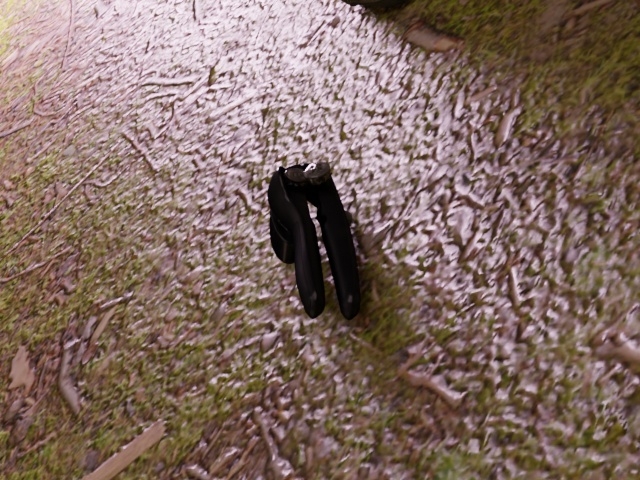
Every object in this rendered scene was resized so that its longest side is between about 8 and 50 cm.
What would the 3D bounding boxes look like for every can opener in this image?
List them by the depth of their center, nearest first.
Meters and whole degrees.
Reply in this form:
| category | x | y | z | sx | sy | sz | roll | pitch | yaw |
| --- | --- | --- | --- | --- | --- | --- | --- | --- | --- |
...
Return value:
| category | x | y | z | sx | sy | sz | roll | pitch | yaw |
| --- | --- | --- | --- | --- | --- | --- | --- | --- | --- |
| can opener | 0.000 | 0.000 | 1.024 | 0.059 | 0.073 | 0.186 | -8 | 32 | -10 |

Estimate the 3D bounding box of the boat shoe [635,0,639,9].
| category | x | y | z | sx | sy | sz | roll | pitch | yaw |
| --- | --- | --- | --- | --- | --- | --- | --- | --- | --- |
| boat shoe | 0.243 | -0.223 | 0.951 | 0.073 | 0.073 | 0.207 | -28 | 40 | 28 |

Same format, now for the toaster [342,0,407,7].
| category | x | y | z | sx | sy | sz | roll | pitch | yaw |
| --- | --- | --- | --- | --- | --- | --- | --- | --- | --- |
| toaster | 0.061 | -0.330 | 1.257 | 0.227 | 0.146 | 0.129 | -52 | 29 | -10 |
